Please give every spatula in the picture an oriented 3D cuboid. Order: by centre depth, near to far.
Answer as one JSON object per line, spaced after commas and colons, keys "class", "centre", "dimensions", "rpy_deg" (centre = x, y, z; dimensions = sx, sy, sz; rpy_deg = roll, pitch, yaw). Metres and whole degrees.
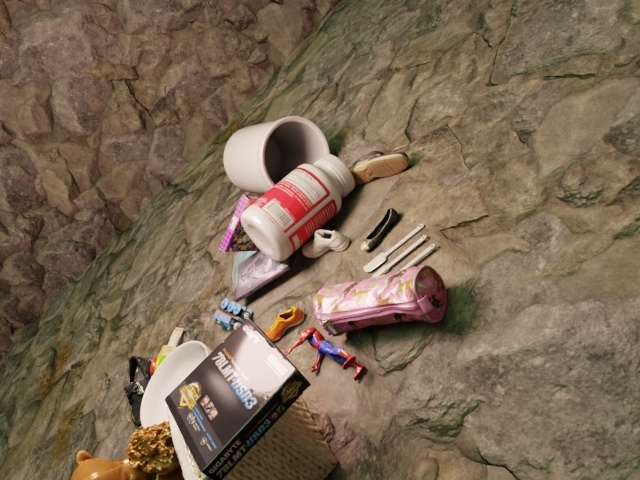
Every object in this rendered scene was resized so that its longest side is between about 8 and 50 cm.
{"class": "spatula", "centre": [0.244, 0.059, 1.738], "dimensions": [0.242, 0.019, 0.168], "rpy_deg": [-39, 28, 14]}

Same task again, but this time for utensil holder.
{"class": "utensil holder", "centre": [-0.197, -0.348, 2.412], "dimensions": [0.385, 0.327, 0.328], "rpy_deg": [9, 63, 56]}

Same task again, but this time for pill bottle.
{"class": "pill bottle", "centre": [-0.073, -0.131, 2.067], "dimensions": [0.407, 0.229, 0.229], "rpy_deg": [-42, 29, -20]}

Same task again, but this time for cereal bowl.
{"class": "cereal bowl", "centre": [-0.462, 0.530, 1.965], "dimensions": [0.338, 0.141, 0.339], "rpy_deg": [-31, 36, 26]}

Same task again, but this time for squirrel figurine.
{"class": "squirrel figurine", "centre": [-0.499, 0.654, 1.607], "dimensions": [0.397, 0.370, 0.281], "rpy_deg": [-61, 33, 8]}

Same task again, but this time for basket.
{"class": "basket", "centre": [-0.178, 0.519, 1.480], "dimensions": [0.266, 0.331, 0.328], "rpy_deg": [-43, 33, -2]}

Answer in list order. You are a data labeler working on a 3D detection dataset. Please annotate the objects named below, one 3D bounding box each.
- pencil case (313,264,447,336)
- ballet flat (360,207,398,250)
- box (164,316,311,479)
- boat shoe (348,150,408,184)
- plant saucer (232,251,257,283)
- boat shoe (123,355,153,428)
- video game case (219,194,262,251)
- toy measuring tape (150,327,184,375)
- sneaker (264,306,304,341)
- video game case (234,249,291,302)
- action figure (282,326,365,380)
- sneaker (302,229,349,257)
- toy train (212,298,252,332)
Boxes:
{"class": "pencil case", "centre": [0.163, 0.173, 1.582], "dimensions": [0.385, 0.160, 0.167], "rpy_deg": [-17, 51, 39]}
{"class": "ballet flat", "centre": [0.189, -0.037, 1.868], "dimensions": [0.173, 0.049, 0.057], "rpy_deg": [-50, 31, -1]}
{"class": "box", "centre": [-0.204, 0.359, 1.336], "dimensions": [0.293, 0.073, 0.295], "rpy_deg": [-46, 34, -8]}
{"class": "boat shoe", "centre": [0.205, -0.282, 2.062], "dimensions": [0.285, 0.102, 0.093], "rpy_deg": [-17, 49, 48]}
{"class": "plant saucer", "centre": [-0.229, 0.061, 2.271], "dimensions": [0.317, 0.043, 0.318], "rpy_deg": [-31, 36, 27]}
{"class": "boat shoe", "centre": [-0.728, 0.589, 2.246], "dimensions": [0.127, 0.113, 0.340], "rpy_deg": [-36, 34, 18]}
{"class": "video game case", "centre": [-0.260, -0.062, 2.151], "dimensions": [0.041, 0.210, 0.232], "rpy_deg": [38, 111, 29]}
{"class": "toy measuring tape", "centre": [-0.600, 0.474, 2.246], "dimensions": [0.121, 0.121, 0.330], "rpy_deg": [-39, 17, 14]}
{"class": "sneaker", "centre": [-0.135, 0.279, 1.909], "dimensions": [0.175, 0.067, 0.064], "rpy_deg": [-41, 35, 15]}
{"class": "video game case", "centre": [-0.221, 0.100, 2.160], "dimensions": [0.274, 0.026, 0.196], "rpy_deg": [-32, 36, 22]}
{"class": "action figure", "centre": [-0.004, 0.345, 1.658], "dimensions": [0.139, 0.091, 0.280], "rpy_deg": [-45, 31, -11]}
{"class": "sneaker", "centre": [0.000, 0.000, 2.014], "dimensions": [0.212, 0.094, 0.080], "rpy_deg": [-16, 46, 41]}
{"class": "toy train", "centre": [-0.330, 0.287, 2.128], "dimensions": [0.184, 0.080, 0.105], "rpy_deg": [13, 75, 52]}
